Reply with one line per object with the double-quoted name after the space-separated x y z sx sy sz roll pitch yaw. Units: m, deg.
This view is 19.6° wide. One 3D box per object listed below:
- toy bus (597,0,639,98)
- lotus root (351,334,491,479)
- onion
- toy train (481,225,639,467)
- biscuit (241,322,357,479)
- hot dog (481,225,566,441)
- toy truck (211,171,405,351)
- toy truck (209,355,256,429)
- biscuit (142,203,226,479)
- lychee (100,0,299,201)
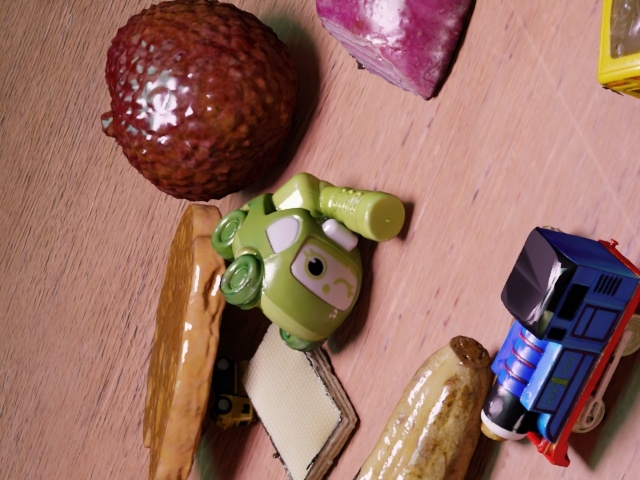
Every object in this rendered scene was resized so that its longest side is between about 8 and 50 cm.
0.333 -0.284 1.608 0.144 0.152 0.330 -8 73 58 "toy bus"
0.102 0.219 1.863 0.258 0.097 0.110 -61 37 13 "lotus root"
0.070 -0.305 2.086 0.250 0.111 0.247 36 112 58 "onion"
0.216 0.096 1.683 0.083 0.131 0.204 49 121 52 "toy train"
-0.026 0.183 2.133 0.121 0.040 0.199 -58 37 25 "biscuit"
0.204 0.093 1.784 0.066 0.047 0.216 -28 -45 -83 "hot dog"
-0.014 0.002 2.094 0.210 0.148 0.187 -51 32 4 "toy truck"
-0.105 0.187 2.243 0.049 0.054 0.083 119 153 -68 "toy truck"
-0.166 0.130 2.288 0.312 0.057 0.351 167 112 -79 "biscuit"
-0.148 -0.173 2.271 0.260 0.260 0.261 -27 57 52 "lychee"
